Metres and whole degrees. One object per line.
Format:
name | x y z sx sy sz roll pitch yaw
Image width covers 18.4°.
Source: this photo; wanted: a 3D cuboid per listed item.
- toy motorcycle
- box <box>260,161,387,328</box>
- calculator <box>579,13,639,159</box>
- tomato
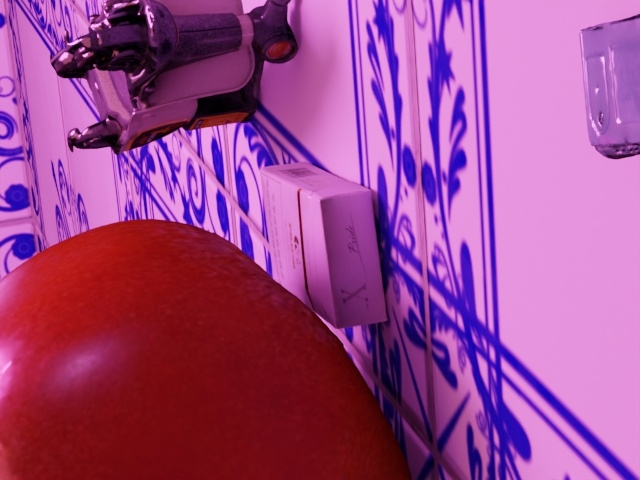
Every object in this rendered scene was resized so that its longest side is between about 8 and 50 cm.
toy motorcycle | -0.103 -0.123 1.361 0.263 0.157 0.091 144 113 -77
box | 0.000 0.000 1.266 0.154 0.040 0.084 -151 55 -72
calculator | 0.134 -0.059 0.725 0.172 0.018 0.057 180 79 -76
tomato | -0.102 0.162 1.221 0.341 0.273 0.341 49 157 30
